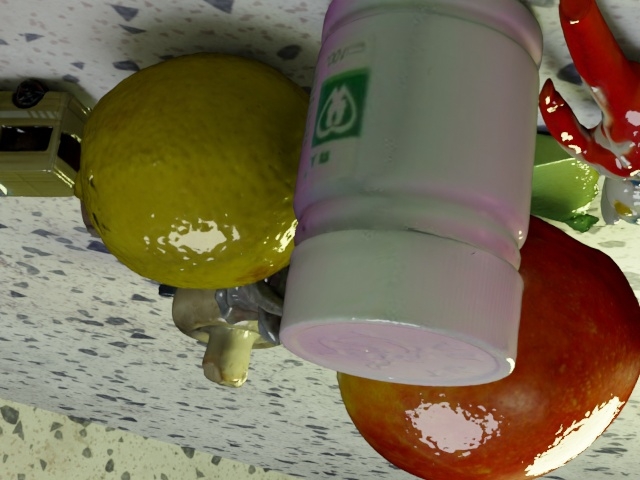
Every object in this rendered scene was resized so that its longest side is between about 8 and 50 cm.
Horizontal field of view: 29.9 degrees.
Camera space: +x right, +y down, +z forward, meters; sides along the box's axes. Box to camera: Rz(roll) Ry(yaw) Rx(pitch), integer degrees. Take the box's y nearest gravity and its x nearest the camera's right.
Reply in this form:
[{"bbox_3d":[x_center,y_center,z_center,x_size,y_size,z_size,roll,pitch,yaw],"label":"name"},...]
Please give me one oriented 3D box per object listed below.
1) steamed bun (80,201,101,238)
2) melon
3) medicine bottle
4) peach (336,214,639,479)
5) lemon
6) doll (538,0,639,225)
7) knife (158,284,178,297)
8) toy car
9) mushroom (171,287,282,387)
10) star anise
[{"bbox_3d":[-0.239,-0.037,1.585,0.144,0.106,0.175,3,162,17],"label":"steamed bun"},{"bbox_3d":[0.280,-0.068,1.387,0.114,0.053,0.262,-18,156,18],"label":"melon"},{"bbox_3d":[0.085,-0.051,1.073,0.212,0.326,0.212,7,161,2],"label":"medicine bottle"},{"bbox_3d":[0.207,0.125,1.483,0.388,0.388,0.388,8,161,3],"label":"peach"},{"bbox_3d":[-0.117,-0.070,1.231,0.267,0.267,0.267,8,161,3],"label":"lemon"},{"bbox_3d":[0.307,-0.118,1.149,0.188,0.099,0.384,3,156,16],"label":"doll"},{"bbox_3d":[-0.221,0.092,2.070,0.121,0.018,0.031,3,162,11],"label":"knife"},{"bbox_3d":[-0.392,-0.115,1.406,0.256,0.124,0.101,1,158,18],"label":"toy car"},{"bbox_3d":[-0.137,0.135,1.884,0.204,0.204,0.204,8,161,3],"label":"mushroom"},{"bbox_3d":[0.000,0.000,1.352,0.359,0.316,0.139,-35,133,27],"label":"star anise"}]
